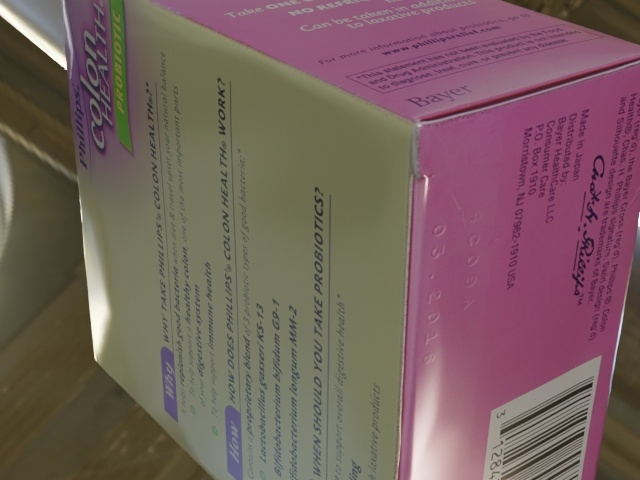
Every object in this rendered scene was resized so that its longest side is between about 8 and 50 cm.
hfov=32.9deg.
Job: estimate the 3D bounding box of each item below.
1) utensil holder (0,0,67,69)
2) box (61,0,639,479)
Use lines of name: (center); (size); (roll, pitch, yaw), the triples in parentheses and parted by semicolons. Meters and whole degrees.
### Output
utensil holder: (-0.222, -0.350, 0.880); (0.385, 0.327, 0.327); (39, -29, -16)
box: (0.000, 0.000, 0.465); (0.243, 0.117, 0.213); (31, -49, 45)
